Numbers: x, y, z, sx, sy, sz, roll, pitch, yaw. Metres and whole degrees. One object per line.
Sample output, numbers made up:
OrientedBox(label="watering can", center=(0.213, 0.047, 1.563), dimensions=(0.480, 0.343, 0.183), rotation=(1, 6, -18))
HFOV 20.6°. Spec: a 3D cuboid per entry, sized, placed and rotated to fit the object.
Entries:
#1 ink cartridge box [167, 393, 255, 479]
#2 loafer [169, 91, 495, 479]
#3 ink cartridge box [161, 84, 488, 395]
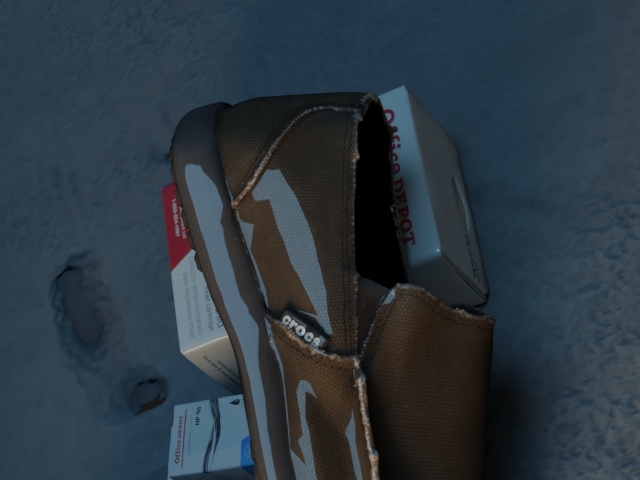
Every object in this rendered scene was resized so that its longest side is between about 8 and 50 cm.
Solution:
OrientedBox(label="ink cartridge box", center=(-0.063, 0.123, 1.069), dimensions=(0.083, 0.028, 0.048), rotation=(-12, 58, 24))
OrientedBox(label="loafer", center=(0.031, 0.076, 0.924), dimensions=(0.130, 0.134, 0.366), rotation=(-24, 78, 15))
OrientedBox(label="ink cartridge box", center=(0.000, 0.000, 1.073), dimensions=(0.175, 0.072, 0.127), rotation=(-22, 55, 18))
